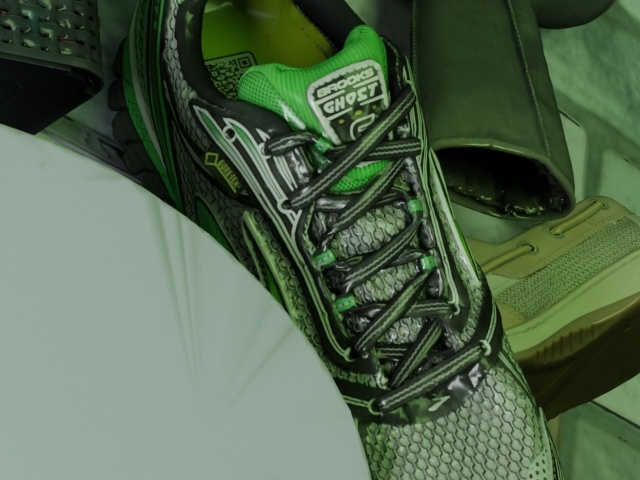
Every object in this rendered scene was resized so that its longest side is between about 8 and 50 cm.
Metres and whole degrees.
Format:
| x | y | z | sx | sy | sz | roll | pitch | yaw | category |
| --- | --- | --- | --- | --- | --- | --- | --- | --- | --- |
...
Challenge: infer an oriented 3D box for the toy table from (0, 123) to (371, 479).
| x | y | z | sx | sy | sz | roll | pitch | yaw | category |
| --- | --- | --- | --- | --- | --- | --- | --- | --- | --- |
| -0.129 | 0.074 | 0.584 | 0.274 | 0.161 | 0.252 | 43 | 50 | -22 | toy table |

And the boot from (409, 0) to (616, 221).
| x | y | z | sx | sy | sz | roll | pitch | yaw | category |
| --- | --- | --- | --- | --- | --- | --- | --- | --- | --- |
| 0.119 | -0.103 | 0.892 | 0.189 | 0.076 | 0.208 | 8 | 44 | -25 | boot |

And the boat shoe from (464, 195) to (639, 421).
| x | y | z | sx | sy | sz | roll | pitch | yaw | category |
| --- | --- | --- | --- | --- | --- | --- | --- | --- | --- |
| 0.082 | 0.053 | 0.830 | 0.302 | 0.109 | 0.098 | -23 | 54 | -33 | boat shoe |

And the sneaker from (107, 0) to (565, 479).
| x | y | z | sx | sy | sz | roll | pitch | yaw | category |
| --- | --- | --- | --- | --- | --- | --- | --- | --- | --- |
| 0.000 | 0.000 | 0.672 | 0.134 | 0.146 | 0.343 | -22 | 68 | -21 | sneaker |

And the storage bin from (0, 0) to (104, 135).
| x | y | z | sx | sy | sz | roll | pitch | yaw | category |
| --- | --- | --- | --- | --- | --- | --- | --- | --- | --- |
| -0.190 | -0.096 | 0.620 | 0.180 | 0.122 | 0.084 | 6 | 70 | -40 | storage bin |
